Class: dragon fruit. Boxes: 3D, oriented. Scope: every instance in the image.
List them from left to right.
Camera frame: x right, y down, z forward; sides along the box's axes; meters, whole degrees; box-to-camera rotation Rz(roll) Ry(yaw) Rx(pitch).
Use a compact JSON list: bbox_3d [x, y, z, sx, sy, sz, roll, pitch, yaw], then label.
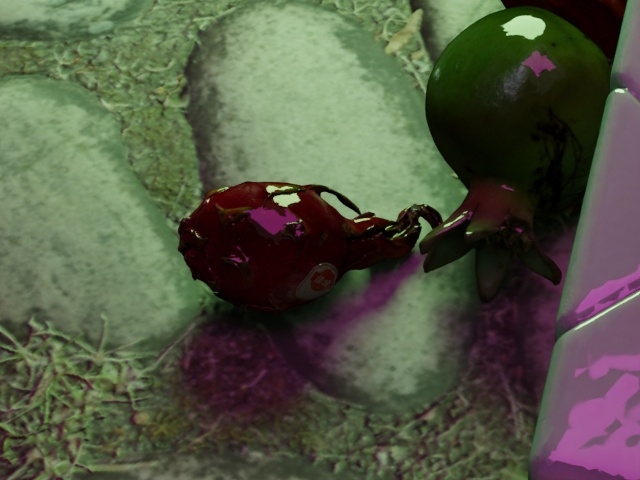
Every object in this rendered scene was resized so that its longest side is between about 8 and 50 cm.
[{"bbox_3d":[0.000,0.000,1.267,0.190,0.094,0.094,-4,45,-16],"label":"dragon fruit"}]

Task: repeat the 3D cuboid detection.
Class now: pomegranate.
[{"bbox_3d":[0.134,-0.060,1.274,0.131,0.152,0.191,4,58,34],"label":"pomegranate"}]

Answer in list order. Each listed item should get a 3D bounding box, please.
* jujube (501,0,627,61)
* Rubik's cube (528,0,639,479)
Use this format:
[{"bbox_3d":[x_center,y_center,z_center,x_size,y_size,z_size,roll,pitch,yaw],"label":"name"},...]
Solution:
[{"bbox_3d":[0.226,-0.193,1.392,0.230,0.155,0.155,26,53,36],"label":"jujube"},{"bbox_3d":[0.290,0.087,0.978,0.319,0.316,0.322,8,55,14],"label":"Rubik's cube"}]
